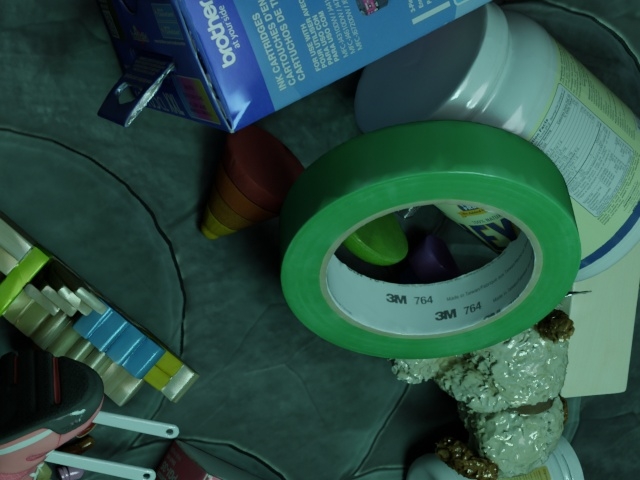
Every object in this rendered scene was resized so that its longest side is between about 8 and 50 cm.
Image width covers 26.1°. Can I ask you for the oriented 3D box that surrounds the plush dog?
[{"bbox_3d":[0.236,0.180,1.684,0.262,0.210,0.226,-18,109,-37],"label":"plush dog"}]

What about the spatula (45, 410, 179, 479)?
[{"bbox_3d":[-0.285,0.237,1.511,0.242,0.019,0.168,14,110,-16],"label":"spatula"}]

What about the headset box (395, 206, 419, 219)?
[{"bbox_3d":[0.087,-0.055,1.618,0.062,0.083,0.032,36,100,7],"label":"headset box"}]

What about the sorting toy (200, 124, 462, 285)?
[{"bbox_3d":[0.000,0.000,1.612,0.365,0.127,0.126,27,121,-34],"label":"sorting toy"}]

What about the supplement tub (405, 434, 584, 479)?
[{"bbox_3d":[0.226,0.326,1.788,0.199,0.144,0.144,-11,110,-24],"label":"supplement tub"}]

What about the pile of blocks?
[{"bbox_3d":[-0.274,0.094,1.447,0.113,0.149,0.362,-49,121,-4],"label":"pile of blocks"}]

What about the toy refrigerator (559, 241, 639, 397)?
[{"bbox_3d":[0.348,0.061,1.805,0.102,0.094,0.270,-3,106,-21],"label":"toy refrigerator"}]

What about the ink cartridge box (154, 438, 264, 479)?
[{"bbox_3d":[-0.148,0.410,1.630,0.207,0.117,0.283,32,89,-32],"label":"ink cartridge box"}]

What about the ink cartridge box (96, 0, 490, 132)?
[{"bbox_3d":[-0.052,-0.241,1.390,0.395,0.270,0.151,-27,111,-18],"label":"ink cartridge box"}]

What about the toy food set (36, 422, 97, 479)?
[{"bbox_3d":[-0.291,0.235,1.559,0.078,0.019,0.122,29,86,-32],"label":"toy food set"}]

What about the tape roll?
[{"bbox_3d":[0.115,0.008,1.488,0.321,0.077,0.321,-3,140,-2],"label":"tape roll"}]

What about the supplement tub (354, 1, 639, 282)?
[{"bbox_3d":[0.220,-0.118,1.594,0.324,0.235,0.235,34,88,-31],"label":"supplement tub"}]

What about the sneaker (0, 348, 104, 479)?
[{"bbox_3d":[-0.334,0.217,1.432,0.313,0.116,0.136,-26,132,20],"label":"sneaker"}]
